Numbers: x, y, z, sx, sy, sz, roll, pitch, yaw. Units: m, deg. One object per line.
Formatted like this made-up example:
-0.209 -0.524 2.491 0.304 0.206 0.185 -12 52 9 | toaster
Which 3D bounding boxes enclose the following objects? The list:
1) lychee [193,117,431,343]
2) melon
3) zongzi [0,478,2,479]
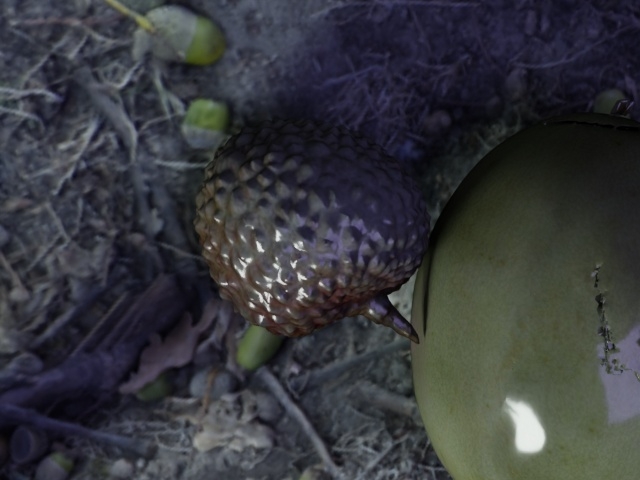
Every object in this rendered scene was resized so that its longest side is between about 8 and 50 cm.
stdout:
0.000 0.000 1.091 0.165 0.165 0.197 -31 80 -13 | lychee
0.202 0.060 1.138 0.269 0.268 0.330 6 94 -24 | melon
-0.270 0.288 1.014 0.228 0.256 0.115 -37 140 -9 | zongzi
